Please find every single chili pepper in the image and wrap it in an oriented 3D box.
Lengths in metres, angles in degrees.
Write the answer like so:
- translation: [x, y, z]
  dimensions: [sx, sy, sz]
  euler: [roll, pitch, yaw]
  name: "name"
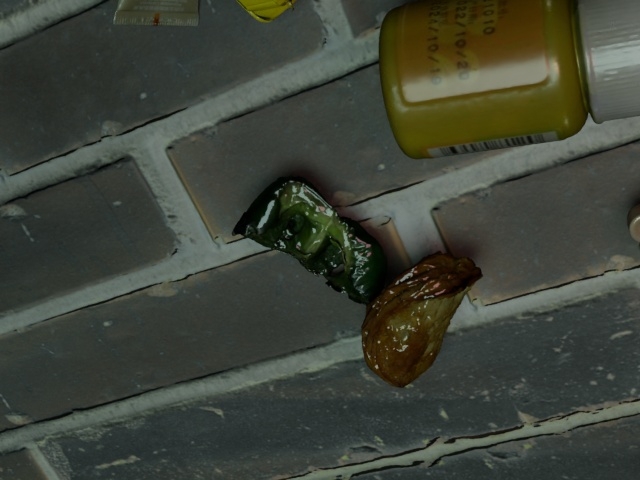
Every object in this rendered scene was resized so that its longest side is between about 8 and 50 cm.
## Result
- translation: [0.004, 0.000, 1.715]
  dimensions: [0.264, 0.116, 0.148]
  euler: [36, 109, -6]
  name: "chili pepper"

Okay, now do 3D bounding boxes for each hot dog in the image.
- translation: [0.153, 0.121, 1.691]
  dimensions: [0.114, 0.175, 0.259]
  euler: [43, 132, 22]
  name: "hot dog"

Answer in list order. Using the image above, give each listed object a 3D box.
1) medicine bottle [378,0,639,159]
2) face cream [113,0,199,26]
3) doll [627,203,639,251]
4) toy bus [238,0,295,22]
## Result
- translation: [0.288, -0.244, 1.429]
  dimensions: [0.384, 0.224, 0.224]
  euler: [-7, 116, 19]
  name: "medicine bottle"
- translation: [-0.220, -0.475, 1.518]
  dimensions: [0.137, 0.084, 0.341]
  euler: [-5, 125, -28]
  name: "face cream"
- translation: [0.579, -0.063, 1.515]
  dimensions: [0.154, 0.119, 0.278]
  euler: [35, 116, -9]
  name: "doll"
- translation: [-0.017, -0.436, 1.449]
  dimensions: [0.330, 0.152, 0.144]
  euler: [-35, 106, 28]
  name: "toy bus"
